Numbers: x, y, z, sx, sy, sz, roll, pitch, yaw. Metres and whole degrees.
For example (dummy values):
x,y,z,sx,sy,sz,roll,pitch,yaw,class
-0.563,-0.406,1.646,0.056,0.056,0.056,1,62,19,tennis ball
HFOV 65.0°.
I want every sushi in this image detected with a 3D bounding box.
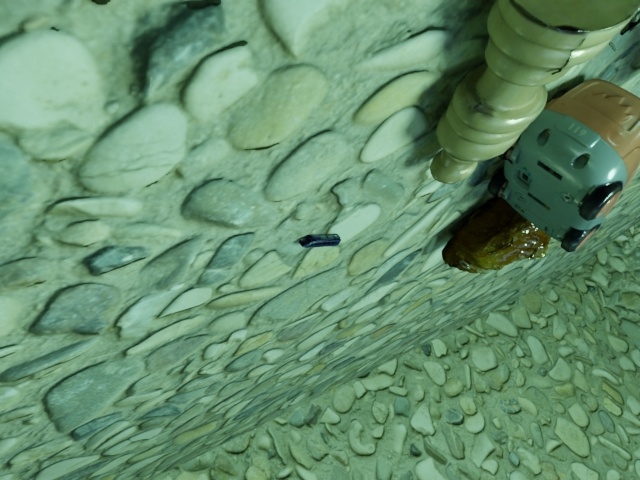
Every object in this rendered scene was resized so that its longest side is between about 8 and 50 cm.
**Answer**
x,y,z,sx,sy,sz,roll,pitch,yaw,class
0.405,-0.022,1.084,0.296,0.166,0.179,-43,133,10,sushi

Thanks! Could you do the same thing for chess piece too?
x,y,z,sx,sy,sz,roll,pitch,yaw,class
0.219,-0.172,0.609,0.138,0.124,0.307,-58,174,-28,chess piece

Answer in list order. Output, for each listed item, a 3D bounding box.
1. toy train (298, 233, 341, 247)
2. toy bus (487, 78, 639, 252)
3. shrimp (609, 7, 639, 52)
x,y,z,sx,sy,sz,roll,pitch,yaw,class
0.000,0.000,0.785,0.083,0.017,0.017,-3,142,-49,toy train
0.434,-0.137,0.851,0.232,0.194,0.287,-45,153,-5,toy bus
0.380,-0.296,0.600,0.073,0.075,0.190,-60,175,-17,shrimp
